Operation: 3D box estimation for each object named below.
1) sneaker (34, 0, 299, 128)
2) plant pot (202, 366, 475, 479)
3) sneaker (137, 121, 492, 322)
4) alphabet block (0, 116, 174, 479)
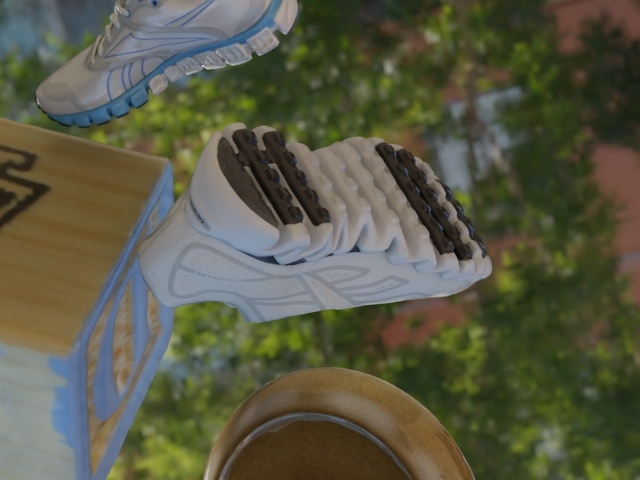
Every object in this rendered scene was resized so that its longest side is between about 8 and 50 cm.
[{"bbox_3d":[-0.114,-0.140,1.263,0.190,0.083,0.071,-24,-143,20],"label":"sneaker"},{"bbox_3d":[0.007,0.208,1.380,0.236,0.236,0.032,-7,-177,30],"label":"plant pot"},{"bbox_3d":[0.000,0.000,1.269,0.292,0.110,0.118,9,134,-49],"label":"sneaker"},{"bbox_3d":[-0.221,0.045,1.330,0.197,0.192,0.193,13,-135,9],"label":"alphabet block"}]
